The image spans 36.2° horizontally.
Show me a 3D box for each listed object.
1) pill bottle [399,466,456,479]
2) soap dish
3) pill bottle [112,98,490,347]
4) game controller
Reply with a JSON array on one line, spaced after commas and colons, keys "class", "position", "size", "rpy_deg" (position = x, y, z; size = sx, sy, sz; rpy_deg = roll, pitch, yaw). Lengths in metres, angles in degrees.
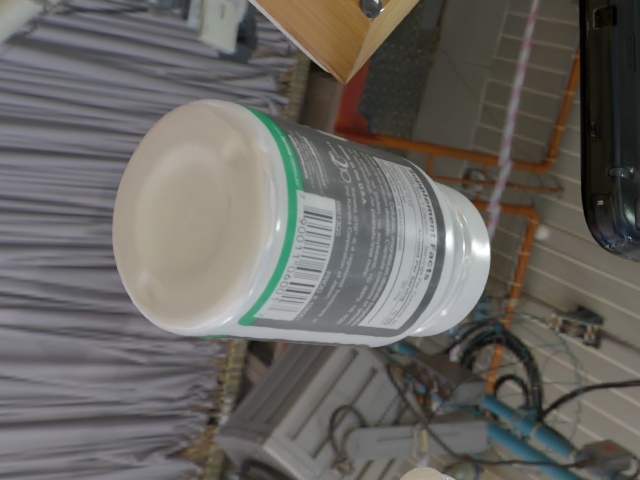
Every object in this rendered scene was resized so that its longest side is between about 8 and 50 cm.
[{"class": "pill bottle", "position": [0.202, 0.470, 1.655], "size": [0.124, 0.221, 0.124], "rpy_deg": [-16, -132, 18]}, {"class": "soap dish", "position": [-0.007, -0.341, 1.014], "size": [0.229, 0.291, 0.118], "rpy_deg": [-52, -170, -27]}, {"class": "pill bottle", "position": [0.000, 0.000, 0.947], "size": [0.204, 0.361, 0.204], "rpy_deg": [-8, -102, 39]}, {"class": "game controller", "position": [0.278, -0.137, 0.830], "size": [0.067, 0.166, 0.319], "rpy_deg": [-8, -106, 41]}]
